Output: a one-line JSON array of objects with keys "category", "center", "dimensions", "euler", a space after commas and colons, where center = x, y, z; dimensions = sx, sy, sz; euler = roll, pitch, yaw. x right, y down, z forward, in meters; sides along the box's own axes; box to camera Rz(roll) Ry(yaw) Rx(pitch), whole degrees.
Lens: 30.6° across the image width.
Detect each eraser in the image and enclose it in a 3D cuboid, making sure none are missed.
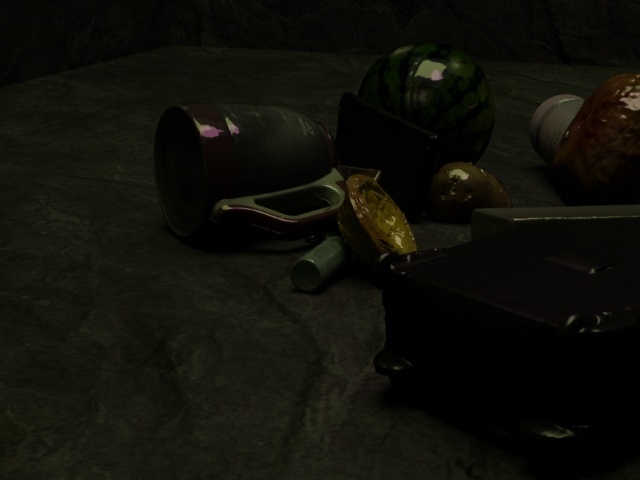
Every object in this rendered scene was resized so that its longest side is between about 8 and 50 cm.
[{"category": "eraser", "center": [0.407, 0.008, 1.776], "dimensions": [0.352, 0.111, 0.077], "euler": [-1, 15, 0]}]

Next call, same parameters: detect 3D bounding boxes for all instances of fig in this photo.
[{"category": "fig", "center": [0.604, -0.128, 2.045], "dimensions": [0.368, 0.286, 0.286], "euler": [22, 17, -4]}]

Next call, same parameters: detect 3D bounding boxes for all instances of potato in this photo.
[{"category": "potato", "center": [0.277, -0.082, 2.106], "dimensions": [0.171, 0.101, 0.089], "euler": [0, 22, -7]}]

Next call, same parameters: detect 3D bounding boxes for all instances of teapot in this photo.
[{"category": "teapot", "center": [-0.093, -0.110, 2.043], "dimensions": [0.312, 0.233, 0.315], "euler": [-8, 43, -28]}]

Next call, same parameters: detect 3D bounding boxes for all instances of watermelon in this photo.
[{"category": "watermelon", "center": [0.211, -0.257, 2.342], "dimensions": [0.285, 0.285, 0.285], "euler": [-1, 17, 0]}]

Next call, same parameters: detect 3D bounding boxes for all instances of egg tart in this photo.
[{"category": "egg tart", "center": [0.083, -0.017, 1.846], "dimensions": [0.074, 0.191, 0.191], "euler": [-33, 10, 17]}]

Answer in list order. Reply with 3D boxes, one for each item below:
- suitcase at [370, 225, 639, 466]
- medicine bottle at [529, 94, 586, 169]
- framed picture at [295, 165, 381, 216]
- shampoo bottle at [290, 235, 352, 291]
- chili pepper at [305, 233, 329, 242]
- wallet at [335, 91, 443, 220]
[{"category": "suitcase", "center": [0.273, 0.098, 1.365], "dimensions": [0.339, 0.188, 0.345], "euler": [-16, 21, -36]}, {"category": "medicine bottle", "center": [0.523, -0.197, 2.343], "dimensions": [0.165, 0.165, 0.273], "euler": [-2, 16, -3]}, {"category": "framed picture", "center": [-0.001, -0.090, 2.165], "dimensions": [0.200, 0.010, 0.136], "euler": [9, 52, 30]}, {"category": "shampoo bottle", "center": [0.016, 0.027, 1.833], "dimensions": [0.056, 0.056, 0.195], "euler": [6, 18, 22]}, {"category": "chili pepper", "center": [0.000, 0.001, 1.980], "dimensions": [0.030, 0.017, 0.083], "euler": [-16, 20, -35]}, {"category": "wallet", "center": [0.113, -0.161, 2.197], "dimensions": [0.045, 0.173, 0.318], "euler": [0, 22, -31]}]
